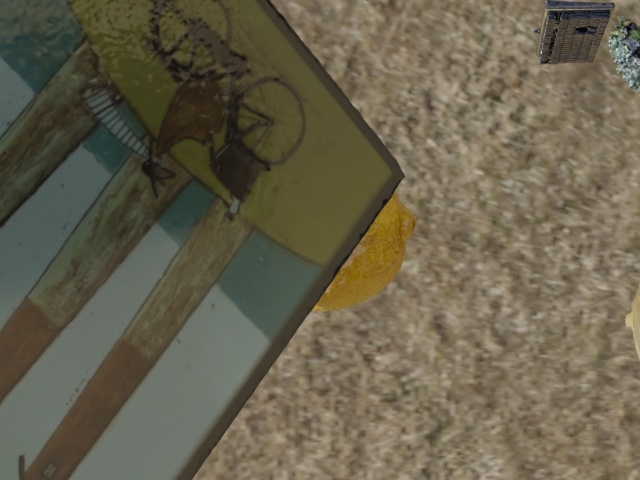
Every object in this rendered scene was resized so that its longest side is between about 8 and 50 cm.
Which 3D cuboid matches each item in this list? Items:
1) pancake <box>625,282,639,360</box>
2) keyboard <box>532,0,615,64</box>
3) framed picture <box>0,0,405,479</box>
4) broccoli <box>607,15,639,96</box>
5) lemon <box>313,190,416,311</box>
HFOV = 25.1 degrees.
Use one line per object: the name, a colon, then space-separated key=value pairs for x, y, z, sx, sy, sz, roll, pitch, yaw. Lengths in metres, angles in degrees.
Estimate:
pancake: x=0.249 y=-0.056 z=0.463 sx=0.356 sy=0.356 sz=0.065 roll=-32 pitch=86 yaw=26
keyboard: x=0.358 y=-0.295 z=2.070 sx=0.106 sy=0.317 sz=0.027 roll=2 pitch=86 yaw=7
framed picture: x=-0.110 y=0.002 z=0.656 sx=0.013 sy=0.244 sz=0.323 roll=1 pitch=49 yaw=51
broccoli: x=0.361 y=-0.211 z=1.345 sx=0.118 sy=0.122 sz=0.204 roll=41 pitch=87 yaw=-12
lemon: x=0.000 y=0.000 z=1.380 sx=0.187 sy=0.142 sz=0.142 roll=-14 pitch=75 yaw=3
